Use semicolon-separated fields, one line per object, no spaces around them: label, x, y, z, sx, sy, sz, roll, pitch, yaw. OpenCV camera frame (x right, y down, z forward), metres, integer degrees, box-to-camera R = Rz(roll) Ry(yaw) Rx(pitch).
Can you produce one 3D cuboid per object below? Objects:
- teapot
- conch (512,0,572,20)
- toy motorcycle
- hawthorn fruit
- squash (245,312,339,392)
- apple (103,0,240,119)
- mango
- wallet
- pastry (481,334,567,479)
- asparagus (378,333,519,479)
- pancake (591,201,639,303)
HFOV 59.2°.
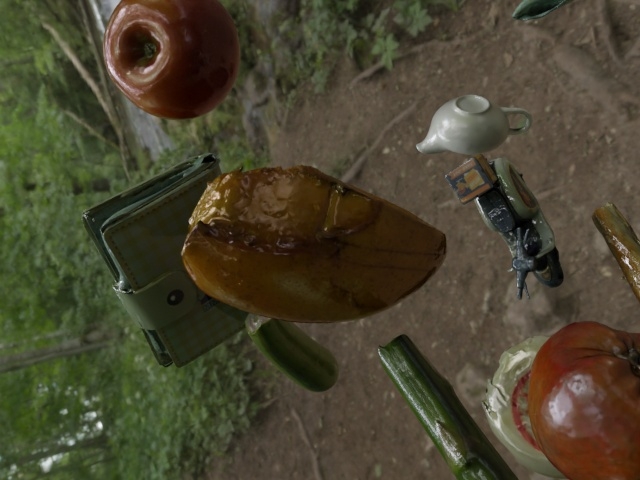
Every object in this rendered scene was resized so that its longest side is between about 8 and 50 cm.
teapot;0.298;-0.225;1.083;0.092;0.226;0.145;84;-179;-46
conch;0.425;-0.446;1.026;0.088;0.180;0.065;41;162;26
toy motorcycle;0.328;-0.026;0.961;0.091;0.157;0.263;-34;85;38
hawthorn fruit;0.214;0.125;0.407;0.125;0.125;0.140;49;168;56
squash;-0.045;0.178;0.929;0.250;0.083;0.083;53;-179;-42
apple;-0.180;-0.228;0.685;0.139;0.163;0.164;-35;-70;-60
mango;0.000;0.000;0.715;0.201;0.349;0.199;-103;30;-45
wallet;-0.202;0.044;0.874;0.077;0.223;0.310;26;142;42
pastry;0.426;0.297;1.016;0.133;0.265;0.265;22;-150;-48
asparagus;0.161;0.233;0.673;0.278;0.067;0.060;56;132;37
pancake;0.542;0.063;0.982;0.244;0.057;0.266;27;-135;-67
